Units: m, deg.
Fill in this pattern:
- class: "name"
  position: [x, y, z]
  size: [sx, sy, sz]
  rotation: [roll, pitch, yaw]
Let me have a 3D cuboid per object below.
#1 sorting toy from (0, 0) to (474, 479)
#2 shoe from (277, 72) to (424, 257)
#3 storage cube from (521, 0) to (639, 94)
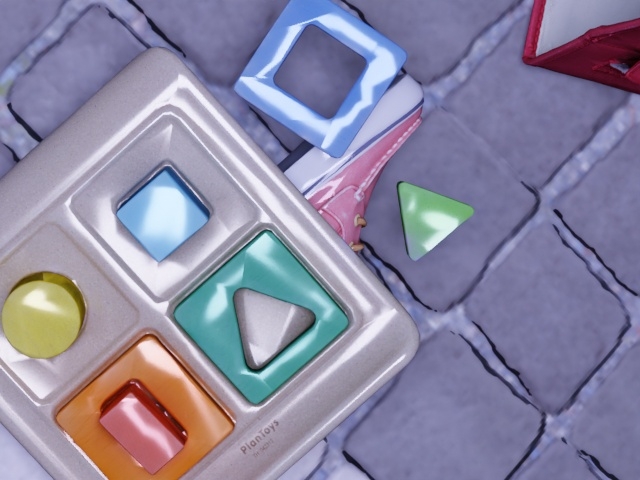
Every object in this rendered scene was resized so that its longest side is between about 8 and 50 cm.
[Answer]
- class: "sorting toy"
  position: [-0.080, 0.037, 0.917]
  size: [0.348, 0.047, 0.196]
  rotation: [-42, 92, 3]
- class: "shoe"
  position: [0.000, 0.000, 0.976]
  size: [0.178, 0.063, 0.081]
  rotation: [-42, 98, -6]
- class: "storage cube"
  position: [0.236, -0.166, 0.967]
  size: [0.193, 0.184, 0.215]
  rotation: [14, 84, -13]
